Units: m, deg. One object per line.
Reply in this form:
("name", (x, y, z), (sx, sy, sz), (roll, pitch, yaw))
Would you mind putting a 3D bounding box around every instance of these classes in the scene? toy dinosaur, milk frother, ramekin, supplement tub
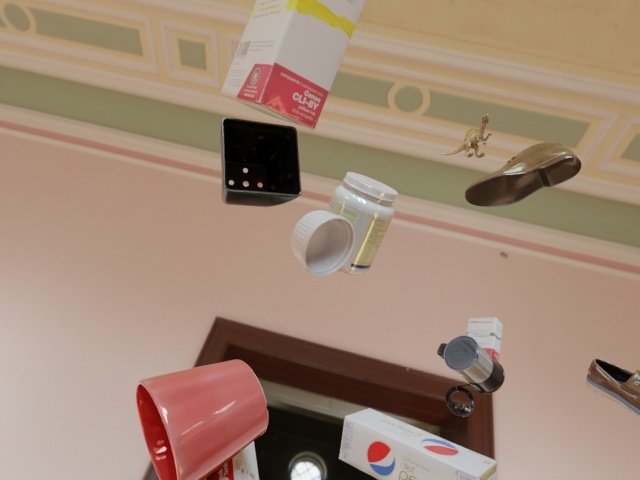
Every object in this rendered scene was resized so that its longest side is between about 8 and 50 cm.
("toy dinosaur", (0.441, -0.282, 1.345), (0.053, 0.093, 0.183), (14, -42, -33))
("milk frother", (0.325, 0.310, 1.041), (0.129, 0.143, 0.135), (-14, -44, 44))
("ramekin", (0.000, 0.000, 1.481), (0.109, 0.207, 0.207), (34, -27, 43))
("supplement tub", (0.127, -0.062, 1.679), (0.235, 0.235, 0.325), (21, -73, -4))

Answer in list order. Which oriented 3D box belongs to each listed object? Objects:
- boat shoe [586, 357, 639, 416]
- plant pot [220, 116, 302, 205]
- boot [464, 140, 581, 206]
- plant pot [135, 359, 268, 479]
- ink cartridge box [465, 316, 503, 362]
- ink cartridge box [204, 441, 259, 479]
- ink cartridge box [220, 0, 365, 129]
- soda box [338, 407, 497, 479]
("boat shoe", (0.585, 0.276, 0.846), (0.183, 0.066, 0.066), (17, -58, 51))
("plant pot", (-0.168, -0.173, 1.156), (0.187, 0.188, 0.167), (2, -18, -23))
("boot", (0.558, -0.188, 1.308), (0.305, 0.115, 0.112), (-19, -47, 17))
("plant pot", (-0.276, 0.417, 1.095), (0.275, 0.243, 0.275), (24, -59, 47))
("ink cartridge box", (0.522, 0.320, 1.472), (0.099, 0.135, 0.056), (-12, -41, 45))
("ink cartridge box", (-0.324, 0.616, 1.265), (0.272, 0.309, 0.130), (-31, -50, 8))
("ink cartridge box", (-0.060, -0.484, 1.073), (0.160, 0.279, 0.385), (17, -79, -33))
("soda box", (0.135, 0.319, 0.667), (0.216, 0.069, 0.074), (9, 1, 39))
